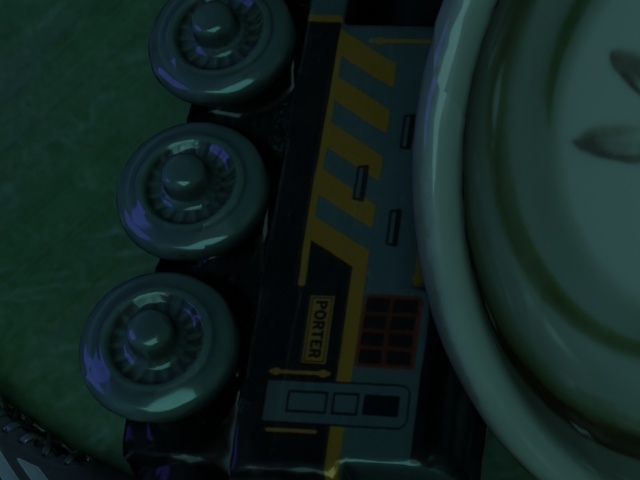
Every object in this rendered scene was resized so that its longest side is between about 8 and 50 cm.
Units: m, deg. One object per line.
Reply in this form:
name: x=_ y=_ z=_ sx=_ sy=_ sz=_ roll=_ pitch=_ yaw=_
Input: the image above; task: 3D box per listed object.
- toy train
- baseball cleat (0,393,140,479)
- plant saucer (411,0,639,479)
toy train: x=0.000 y=0.000 z=0.987 sx=0.190 sy=0.142 sz=0.334 roll=3 pitch=62 yaw=12
baseball cleat: x=-0.182 y=0.110 z=1.103 sx=0.205 sy=0.072 sz=0.109 roll=6 pitch=87 yaw=6
plant saucer: x=0.205 y=-0.054 z=0.951 sx=0.400 sy=0.100 sz=0.401 roll=-6 pitch=104 yaw=-25
